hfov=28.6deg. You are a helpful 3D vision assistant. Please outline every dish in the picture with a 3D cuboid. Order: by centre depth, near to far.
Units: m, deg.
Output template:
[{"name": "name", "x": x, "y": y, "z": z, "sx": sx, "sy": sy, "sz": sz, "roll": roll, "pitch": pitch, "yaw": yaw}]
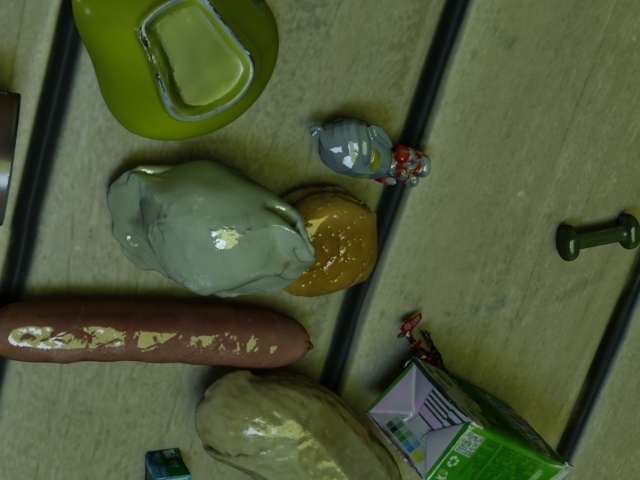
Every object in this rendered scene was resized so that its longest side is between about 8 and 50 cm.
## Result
[{"name": "dish", "x": -0.152, "y": -0.223, "z": 1.396, "sx": 0.221, "sy": 0.108, "sz": 0.262, "roll": -31, "pitch": 122, "yaw": -6}]

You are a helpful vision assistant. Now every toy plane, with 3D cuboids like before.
[{"name": "toy plane", "x": 0.141, "y": 0.164, "z": 1.741, "sx": 0.060, "sy": 0.037, "sz": 0.145, "roll": -32, "pitch": 123, "yaw": -8}]

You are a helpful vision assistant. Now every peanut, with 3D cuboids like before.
[{"name": "peanut", "x": -0.018, "y": 0.278, "z": 1.672, "sx": 0.174, "sy": 0.158, "sz": 0.340, "roll": -23, "pitch": 121, "yaw": 26}]

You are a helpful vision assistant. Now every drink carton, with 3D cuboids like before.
[{"name": "drink carton", "x": 0.206, "y": 0.271, "z": 1.712, "sx": 0.271, "sy": 0.161, "sz": 0.108, "roll": 28, "pitch": 104, "yaw": -44}]

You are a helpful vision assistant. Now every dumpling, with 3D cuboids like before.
[{"name": "dumpling", "x": -0.131, "y": 0.001, "z": 1.497, "sx": 0.258, "sy": 0.147, "sz": 0.193, "roll": 12, "pitch": 134, "yaw": 4}]

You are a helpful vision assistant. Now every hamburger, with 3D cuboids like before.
[{"name": "hamburger", "x": 0.000, "y": 0.000, "z": 1.580, "sx": 0.147, "sy": 0.083, "sz": 0.138, "roll": -12, "pitch": 114, "yaw": -19}]

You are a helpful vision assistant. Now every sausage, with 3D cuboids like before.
[{"name": "sausage", "x": -0.201, "y": 0.115, "z": 1.559, "sx": 0.433, "sy": 0.088, "sz": 0.088, "roll": 4, "pitch": 113, "yaw": -24}]

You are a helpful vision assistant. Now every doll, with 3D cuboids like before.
[{"name": "doll", "x": 0.062, "y": -0.108, "z": 1.560, "sx": 0.180, "sy": 0.079, "sz": 0.094, "roll": 18, "pitch": 139, "yaw": -33}]

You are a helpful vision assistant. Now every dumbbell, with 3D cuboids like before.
[{"name": "dumbbell", "x": 0.386, "y": -0.005, "z": 1.745, "sx": 0.117, "sy": 0.046, "sz": 0.052, "roll": -10, "pitch": 113, "yaw": -16}]

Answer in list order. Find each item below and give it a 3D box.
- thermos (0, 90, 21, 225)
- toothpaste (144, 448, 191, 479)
[{"name": "thermos", "x": -0.463, "y": -0.096, "z": 1.333, "sx": 0.264, "sy": 0.146, "sz": 0.176, "roll": 7, "pitch": 138, "yaw": -15}, {"name": "toothpaste", "x": -0.215, "y": 0.414, "z": 1.713, "sx": 0.050, "sy": 0.065, "sz": 0.267, "roll": -4, "pitch": 116, "yaw": -22}]
